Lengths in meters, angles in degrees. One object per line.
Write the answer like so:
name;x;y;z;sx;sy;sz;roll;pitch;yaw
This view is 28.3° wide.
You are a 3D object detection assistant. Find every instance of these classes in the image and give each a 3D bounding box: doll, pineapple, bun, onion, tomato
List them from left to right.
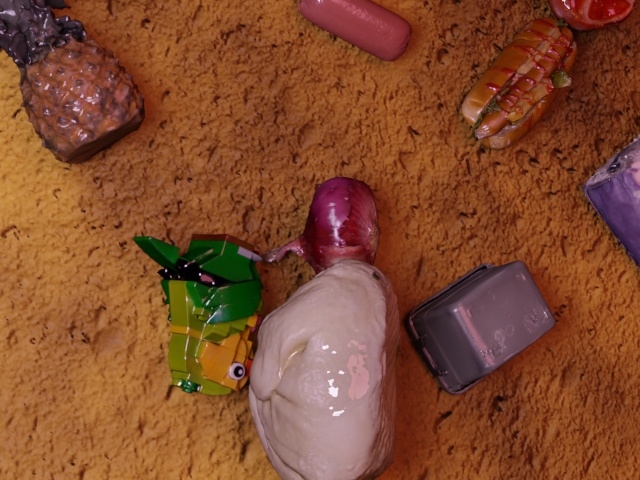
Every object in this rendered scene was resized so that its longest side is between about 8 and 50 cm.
pineapple;-0.294;-0.208;1.370;0.128;0.128;0.248;-32;88;-34
doll;-0.124;0.078;1.384;0.134;0.106;0.186;-11;96;-37
onion;0.000;0.000;1.489;0.140;0.150;0.150;-4;73;10
bun;0.004;0.158;1.366;0.160;0.259;0.259;-1;72;6
tomato;0.376;-0.369;1.840;0.155;0.069;0.155;8;74;-29

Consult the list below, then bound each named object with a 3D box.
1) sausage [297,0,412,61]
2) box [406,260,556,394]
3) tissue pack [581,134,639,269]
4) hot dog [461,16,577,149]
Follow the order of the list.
sausage;0.044;-0.284;1.623;0.154;0.062;0.062;25;64;-21
box;0.208;0.101;1.579;0.172;0.093;0.124;-31;92;-34
tissue pack;0.553;-0.015;1.800;0.242;0.125;0.343;-39;93;-32
hot dog;0.279;-0.215;1.734;0.104;0.076;0.250;49;55;-9
